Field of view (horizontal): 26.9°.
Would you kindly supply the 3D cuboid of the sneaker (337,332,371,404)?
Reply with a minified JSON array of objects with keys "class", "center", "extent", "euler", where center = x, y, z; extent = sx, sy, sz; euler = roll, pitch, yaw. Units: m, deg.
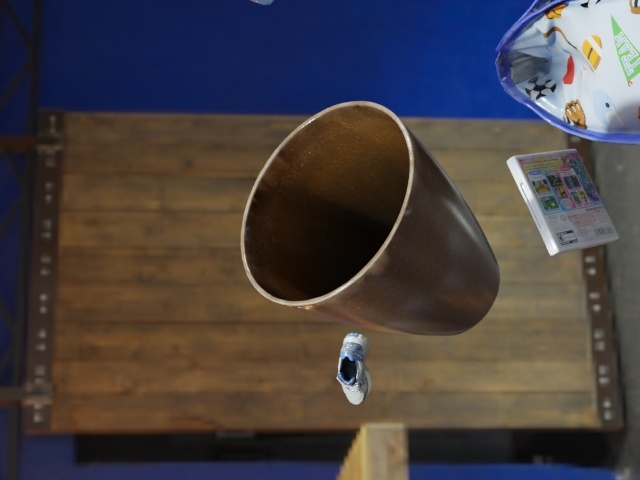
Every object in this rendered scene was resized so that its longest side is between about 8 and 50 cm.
[{"class":"sneaker","center":[0.046,0.208,2.066],"extent":[0.058,0.052,0.135],"euler":[-60,-28,-47]}]

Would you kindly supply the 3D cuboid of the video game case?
[{"class":"video game case","center":[0.332,-0.055,1.822],"extent":[0.019,0.157,0.143],"euler":[-35,73,41]}]

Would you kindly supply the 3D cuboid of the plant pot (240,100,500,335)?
[{"class":"plant pot","center":[0.075,0.006,1.358],"extent":[0.230,0.215,0.215],"euler":[31,-132,-41]}]

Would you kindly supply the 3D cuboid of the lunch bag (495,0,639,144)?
[{"class":"lunch bag","center":[0.451,-0.249,1.656],"extent":[0.385,0.328,0.239],"euler":[7,108,59]}]

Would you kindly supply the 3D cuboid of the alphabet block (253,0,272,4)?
[{"class":"alphabet block","center":[-0.118,-0.421,1.537],"extent":[0.193,0.192,0.197],"euler":[-54,41,26]}]
